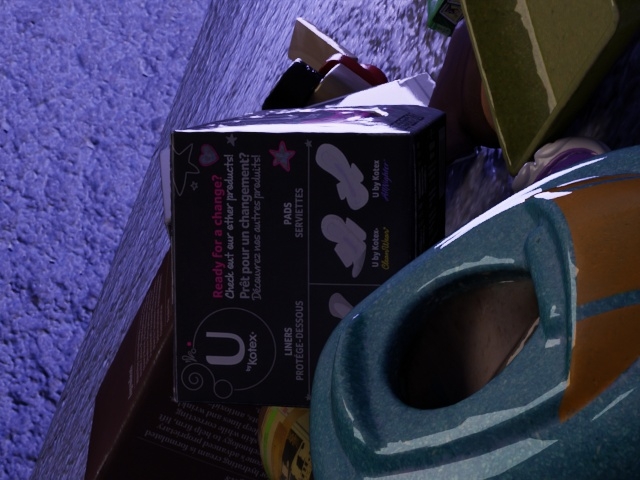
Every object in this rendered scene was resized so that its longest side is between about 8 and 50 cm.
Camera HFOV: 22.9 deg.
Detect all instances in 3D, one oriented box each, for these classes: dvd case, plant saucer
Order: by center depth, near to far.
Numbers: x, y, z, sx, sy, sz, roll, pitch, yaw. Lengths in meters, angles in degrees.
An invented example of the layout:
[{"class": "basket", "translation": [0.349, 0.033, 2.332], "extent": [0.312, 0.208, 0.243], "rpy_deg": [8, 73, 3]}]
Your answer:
[{"class": "plant saucer", "translation": [0.132, -0.159, 0.906], "extent": [0.188, 0.045, 0.188], "rpy_deg": [114, 146, -65]}, {"class": "dvd case", "translation": [-0.010, -0.068, 1.255], "extent": [0.179, 0.239, 0.029], "rpy_deg": [-109, 3, -69]}]

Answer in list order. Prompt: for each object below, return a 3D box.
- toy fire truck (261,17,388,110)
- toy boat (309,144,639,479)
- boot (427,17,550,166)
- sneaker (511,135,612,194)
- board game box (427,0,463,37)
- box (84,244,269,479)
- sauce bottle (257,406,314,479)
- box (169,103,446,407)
[{"class": "toy fire truck", "translation": [-0.017, -0.096, 1.488], "extent": [0.217, 0.158, 0.246], "rpy_deg": [-55, -1, 26]}, {"class": "toy boat", "translation": [0.109, 0.081, 0.602], "extent": [0.267, 0.148, 0.318], "rpy_deg": [-33, 37, 17]}, {"class": "boot", "translation": [0.139, -0.179, 1.086], "extent": [0.207, 0.090, 0.248], "rpy_deg": [-18, 54, 68]}, {"class": "sneaker", "translation": [0.121, 0.021, 0.912], "extent": [0.170, 0.068, 0.071], "rpy_deg": [-64, 26, 24]}, {"class": "board game box", "translation": [0.162, -0.308, 1.337], "extent": [0.259, 0.030, 0.136], "rpy_deg": [-57, 19, 35]}, {"class": "box", "translation": [-0.070, 0.116, 1.246], "extent": [0.203, 0.168, 0.167], "rpy_deg": [-61, 16, 21]}, {"class": "sauce bottle", "translation": [0.042, 0.144, 0.911], "extent": [0.344, 0.111, 0.111], "rpy_deg": [-158, 91, -77]}, {"class": "box", "translation": [0.000, 0.000, 0.981], "extent": [0.247, 0.142, 0.163], "rpy_deg": [-43, -47, -79]}]
